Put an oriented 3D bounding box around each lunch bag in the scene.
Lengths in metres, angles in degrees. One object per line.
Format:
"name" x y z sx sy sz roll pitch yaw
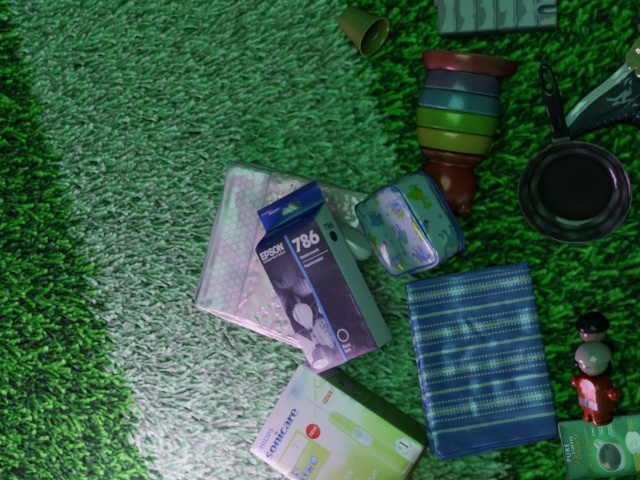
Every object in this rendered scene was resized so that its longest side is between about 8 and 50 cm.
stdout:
"lunch bag" 0.161 -0.025 1.741 0.090 0.219 0.176 -30 91 -23

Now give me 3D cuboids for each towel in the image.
"towel" 0.297 0.222 1.760 0.243 0.040 0.335 -9 87 -1
"towel" -0.078 0.029 1.901 0.317 0.053 0.331 17 97 16

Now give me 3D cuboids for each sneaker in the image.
"sneaker" 0.538 -0.206 1.686 0.226 0.086 0.163 -42 78 14
"sneaker" 0.000 0.000 1.818 0.212 0.080 0.094 29 107 22

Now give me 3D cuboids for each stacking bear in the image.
"stacking bear" 0.247 -0.195 1.747 0.175 0.164 0.288 10 99 17

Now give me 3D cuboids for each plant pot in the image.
"plant pot" 0.077 -0.412 1.835 0.079 0.083 0.083 39 102 25

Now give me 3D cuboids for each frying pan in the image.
"frying pan" 0.417 -0.138 1.700 0.197 0.053 0.326 -34 99 28

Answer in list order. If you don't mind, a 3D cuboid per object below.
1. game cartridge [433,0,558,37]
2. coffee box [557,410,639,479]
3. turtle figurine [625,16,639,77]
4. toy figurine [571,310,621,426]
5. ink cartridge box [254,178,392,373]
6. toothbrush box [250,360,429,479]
"game cartridge" 0.322 -0.560 1.761 0.230 0.068 0.355 0 91 21
"coffee box" 0.531 0.370 1.724 0.184 0.040 0.113 -11 88 17
"turtle figurine" 0.599 -0.286 1.550 0.275 0.266 0.197 -11 105 51
"toy figurine" 0.538 0.212 1.629 0.210 0.213 0.148 -3 104 18
"ink cartridge box" -0.010 0.069 1.765 0.165 0.065 0.332 -28 86 36
"toothbrush box" 0.043 0.389 1.836 0.283 0.122 0.206 33 100 15
